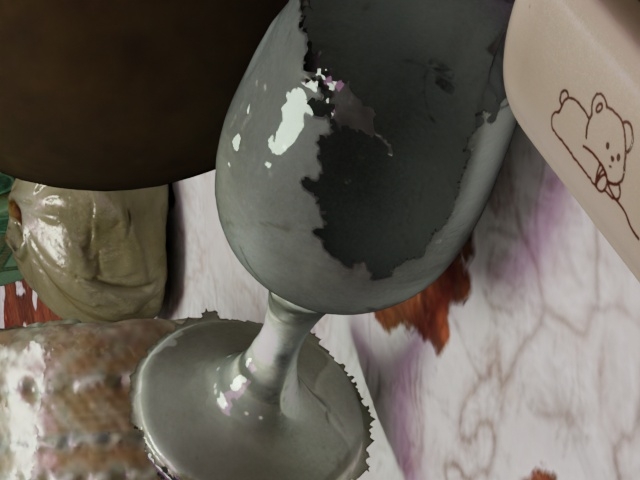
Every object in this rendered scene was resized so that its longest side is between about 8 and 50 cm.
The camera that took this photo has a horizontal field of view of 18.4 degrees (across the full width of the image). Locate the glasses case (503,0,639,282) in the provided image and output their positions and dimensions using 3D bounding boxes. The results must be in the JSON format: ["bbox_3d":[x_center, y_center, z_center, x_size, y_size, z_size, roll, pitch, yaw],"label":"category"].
[{"bbox_3d":[0.130,-0.041,0.767,0.196,0.050,0.083,-121,32,-50],"label":"glasses case"}]

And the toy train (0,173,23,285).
[{"bbox_3d":[-0.278,-0.060,1.677,0.326,0.159,0.129,-48,52,57],"label":"toy train"}]

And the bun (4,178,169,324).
[{"bbox_3d":[-0.178,-0.015,1.478,0.173,0.113,0.167,-115,29,-47],"label":"bun"}]

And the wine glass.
[{"bbox_3d":[0.000,0.000,0.988,0.321,0.143,0.143,110,148,-47],"label":"wine glass"}]

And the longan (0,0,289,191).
[{"bbox_3d":[-0.117,-0.165,1.052,0.297,0.297,0.297,176,90,-69],"label":"longan"}]

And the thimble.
[{"bbox_3d":[-0.129,0.121,1.279,0.229,0.196,0.148,24,-117,-80],"label":"thimble"}]
